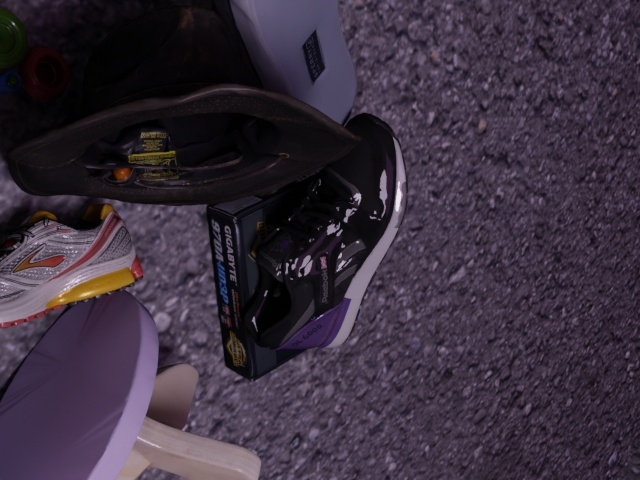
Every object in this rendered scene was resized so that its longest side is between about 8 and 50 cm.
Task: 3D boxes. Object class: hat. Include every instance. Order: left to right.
[{"bbox_3d":[-0.121,-0.123,0.900,0.331,0.331,0.134,8,74,-50],"label":"hat"}]

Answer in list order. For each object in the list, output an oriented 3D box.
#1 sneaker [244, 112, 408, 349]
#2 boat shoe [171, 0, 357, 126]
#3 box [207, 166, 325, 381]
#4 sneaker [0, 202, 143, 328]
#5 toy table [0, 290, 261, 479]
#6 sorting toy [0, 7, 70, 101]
[{"bbox_3d":[0.000,0.000,1.108,0.124,0.107,0.283,-2,117,-40],"label":"sneaker"},{"bbox_3d":[-0.063,-0.240,0.984,0.136,0.156,0.367,-51,156,-17],"label":"boat shoe"},{"bbox_3d":[-0.043,0.033,1.213,0.175,0.051,0.220,-27,126,-38],"label":"box"},{"bbox_3d":[-0.274,0.024,0.941,0.225,0.088,0.092,-21,102,-42],"label":"sneaker"},{"bbox_3d":[-0.202,0.200,0.981,0.161,0.252,0.274,50,51,-39],"label":"toy table"},{"bbox_3d":[-0.269,-0.154,0.892,0.102,0.042,0.061,38,62,-37],"label":"sorting toy"}]
